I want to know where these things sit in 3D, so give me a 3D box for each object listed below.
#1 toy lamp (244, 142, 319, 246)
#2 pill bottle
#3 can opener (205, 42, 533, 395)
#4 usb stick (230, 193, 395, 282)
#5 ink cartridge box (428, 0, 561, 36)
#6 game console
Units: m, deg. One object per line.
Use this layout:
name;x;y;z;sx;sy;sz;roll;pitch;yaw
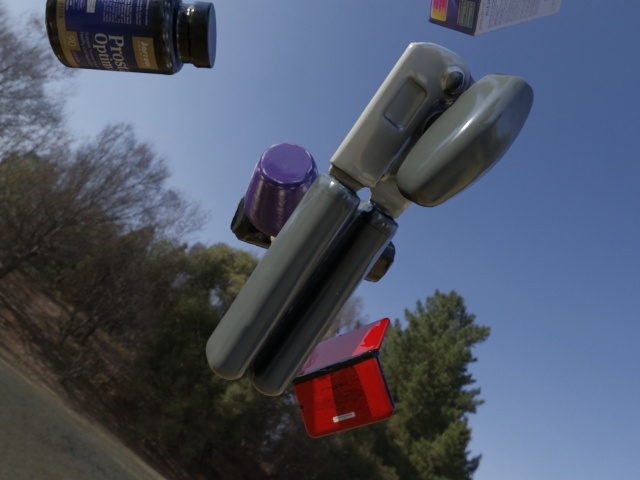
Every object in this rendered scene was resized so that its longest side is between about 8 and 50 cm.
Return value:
toy lamp;-0.038;0.002;0.555;0.080;0.080;0.275;32;-27;14
pill bottle;-0.269;-0.310;0.768;0.219;0.123;0.123;3;-30;-4
can opener;0.021;-0.009;0.356;0.074;0.280;0.093;32;10;-26
usb stick;0.000;0.000;0.776;0.278;0.077;0.045;19;16;-34
ink cartridge box;0.396;-0.630;1.162;0.151;0.395;0.270;36;-40;38
game console;0.041;0.188;0.717;0.144;0.085;0.124;-28;-107;32
